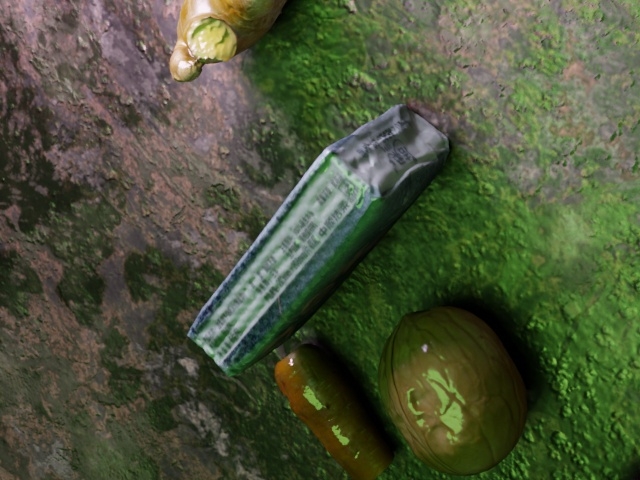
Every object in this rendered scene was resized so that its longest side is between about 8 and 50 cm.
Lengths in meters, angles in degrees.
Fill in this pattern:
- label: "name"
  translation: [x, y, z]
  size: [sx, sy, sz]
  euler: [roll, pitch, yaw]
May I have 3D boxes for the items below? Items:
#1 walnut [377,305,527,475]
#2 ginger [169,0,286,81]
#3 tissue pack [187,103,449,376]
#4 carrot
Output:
- label: "walnut"
  translation: [0.154, 0.175, 1.463]
  size: [0.167, 0.167, 0.207]
  euler: [-30, 89, 32]
- label: "ginger"
  translation: [-0.100, -0.282, 1.463]
  size: [0.102, 0.157, 0.216]
  euler: [43, 116, -8]
- label: "tissue pack"
  translation: [0.000, 0.000, 1.450]
  size: [0.103, 0.228, 0.316]
  euler: [42, 120, 5]
- label: "carrot"
  translation: [0.018, 0.223, 1.598]
  size: [0.087, 0.087, 0.193]
  euler: [-41, 84, 32]
